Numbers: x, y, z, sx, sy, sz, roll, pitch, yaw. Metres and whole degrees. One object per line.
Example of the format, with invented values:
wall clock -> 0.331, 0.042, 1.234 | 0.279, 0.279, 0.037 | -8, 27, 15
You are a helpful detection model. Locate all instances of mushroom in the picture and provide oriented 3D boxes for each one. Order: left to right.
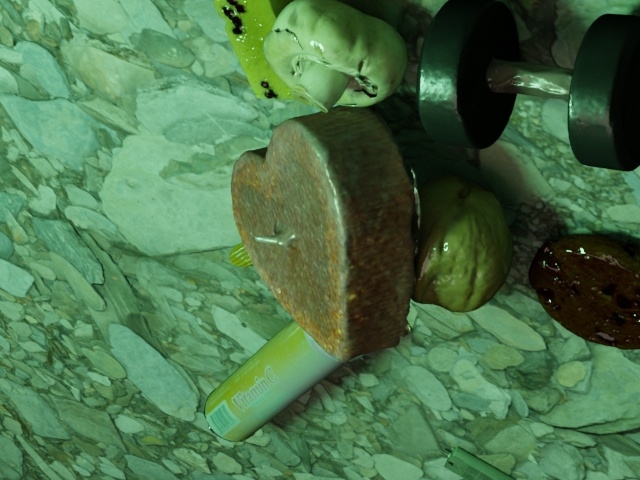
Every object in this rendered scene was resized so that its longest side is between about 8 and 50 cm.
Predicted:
mushroom -> 0.016, -0.192, 1.787 | 0.154, 0.122, 0.154 | 19, 159, 8

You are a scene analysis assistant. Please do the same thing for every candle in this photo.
candle -> 0.000, 0.000, 1.924 | 0.317, 0.131, 0.287 | -23, 86, 67

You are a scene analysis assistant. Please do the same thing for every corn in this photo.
corn -> -0.089, 0.015, 2.232 | 0.037, 0.037, 0.092 | 46, 147, -21

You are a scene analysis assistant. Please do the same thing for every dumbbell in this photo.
dumbbell -> 0.220, -0.156, 1.655 | 0.218, 0.152, 0.152 | 11, 142, 28

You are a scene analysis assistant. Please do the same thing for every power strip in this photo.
power strip -> 0.230, 0.337, 2.410 | 0.136, 0.019, 0.051 | 30, 149, 3

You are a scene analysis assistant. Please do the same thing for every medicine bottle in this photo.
medicine bottle -> -0.054, 0.181, 2.365 | 0.108, 0.108, 0.426 | 36, 148, -7

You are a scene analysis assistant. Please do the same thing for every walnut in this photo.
walnut -> 0.146, 0.006, 1.927 | 0.166, 0.149, 0.167 | 16, 127, 23

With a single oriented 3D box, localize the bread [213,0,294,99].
bread -> -0.069, -0.252, 1.855 | 0.088, 0.049, 0.226 | 7, 139, 33

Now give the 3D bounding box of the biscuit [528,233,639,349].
biscuit -> 0.331, 0.058, 1.942 | 0.192, 0.049, 0.192 | 21, 152, 12
